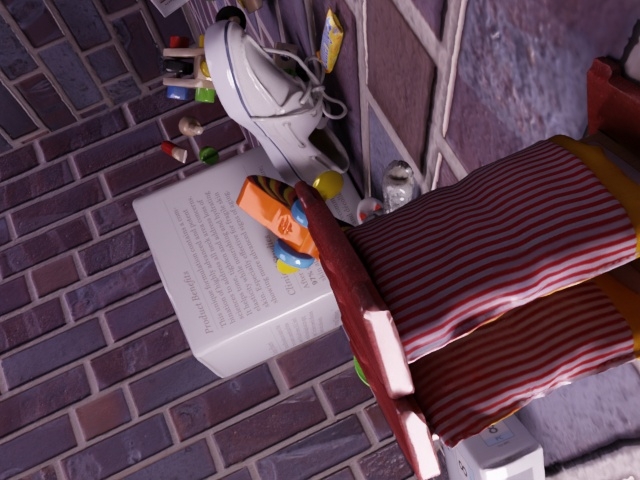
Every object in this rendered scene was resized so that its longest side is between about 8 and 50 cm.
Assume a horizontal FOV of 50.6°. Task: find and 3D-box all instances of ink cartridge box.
[{"bbox_3d":[0.202,0.308,1.013,0.385,0.091,0.308,-127,20,-61],"label":"ink cartridge box"}]

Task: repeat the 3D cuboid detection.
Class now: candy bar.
[{"bbox_3d":[0.014,-0.273,0.933,0.161,0.018,0.040,137,108,-83],"label":"candy bar"}]

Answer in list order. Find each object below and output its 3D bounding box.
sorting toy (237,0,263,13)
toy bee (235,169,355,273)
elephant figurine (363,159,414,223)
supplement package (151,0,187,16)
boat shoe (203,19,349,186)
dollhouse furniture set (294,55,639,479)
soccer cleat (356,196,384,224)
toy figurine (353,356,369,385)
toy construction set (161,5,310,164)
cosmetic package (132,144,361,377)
[{"bbox_3d":[-0.128,-0.479,1.202,0.274,0.046,0.132,-133,19,-71],"label":"sorting toy"},{"bbox_3d":[0.000,0.000,1.125,0.162,0.195,0.298,-7,-118,-51],"label":"toy bee"},{"bbox_3d":[0.101,0.029,0.894,0.169,0.186,0.239,-12,-93,-52],"label":"elephant figurine"},{"bbox_3d":[-0.327,-0.630,1.317,0.263,0.198,0.199,47,-168,-53],"label":"supplement package"},{"bbox_3d":[-0.036,-0.209,1.060,0.367,0.156,0.136,55,-147,-51],"label":"boat shoe"},{"bbox_3d":[0.151,0.083,0.284,0.374,0.201,0.152,-121,9,-52],"label":"dollhouse furniture set"},{"bbox_3d":[0.113,0.022,1.063,0.076,0.068,0.196,-45,-68,-80],"label":"soccer cleat"},{"bbox_3d":[0.152,0.219,1.289,0.159,0.130,0.173,50,-133,-57],"label":"toy figurine"},{"bbox_3d":[-0.162,-0.265,1.221,0.257,0.309,0.237,32,-179,-30],"label":"toy construction set"},{"bbox_3d":[-0.103,0.032,1.363,0.327,0.393,0.329,84,162,-72],"label":"cosmetic package"}]
